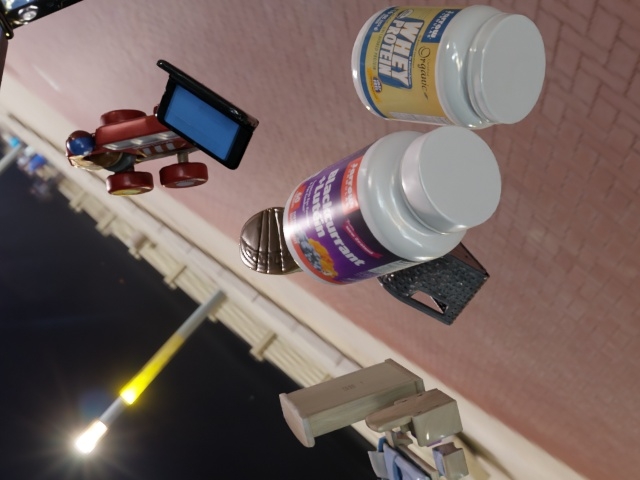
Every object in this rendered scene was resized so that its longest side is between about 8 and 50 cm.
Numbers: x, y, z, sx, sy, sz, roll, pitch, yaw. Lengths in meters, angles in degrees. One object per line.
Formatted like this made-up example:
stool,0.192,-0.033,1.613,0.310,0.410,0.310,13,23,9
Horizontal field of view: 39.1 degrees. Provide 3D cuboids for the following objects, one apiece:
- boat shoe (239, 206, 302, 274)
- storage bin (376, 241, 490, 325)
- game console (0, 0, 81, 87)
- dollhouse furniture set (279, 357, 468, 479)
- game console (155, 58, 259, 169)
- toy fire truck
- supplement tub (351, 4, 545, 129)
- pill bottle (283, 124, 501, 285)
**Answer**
boat shoe,0.000,0.000,1.582,0.342,0.123,0.123,-11,164,42
storage bin,0.123,0.015,1.177,0.122,0.084,0.180,28,-165,-31
game console,-0.453,-0.344,1.357,0.173,0.250,0.293,63,171,10
dollhouse furniture set,0.094,0.376,1.385,0.286,0.198,0.304,-159,54,-72
game console,-0.141,-0.142,1.041,0.122,0.071,0.107,33,-175,5
toy fire truck,-0.371,-0.195,1.796,0.254,0.302,0.170,15,-112,-73
supplement tub,0.152,-0.209,1.083,0.199,0.144,0.144,14,152,46
pill bottle,0.058,-0.029,0.756,0.108,0.108,0.193,45,149,-14
